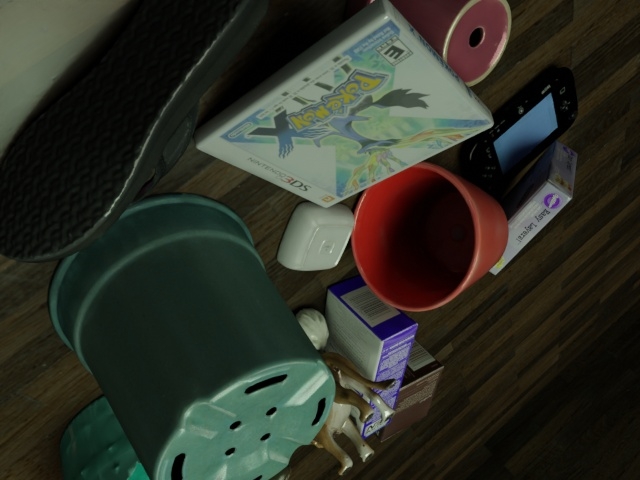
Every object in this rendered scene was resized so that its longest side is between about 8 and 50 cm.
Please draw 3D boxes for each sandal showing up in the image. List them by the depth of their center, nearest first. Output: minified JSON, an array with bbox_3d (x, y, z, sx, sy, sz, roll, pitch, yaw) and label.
[{"bbox_3d":[-0.211,-0.139,0.617,0.445,0.167,0.107,-48,157,3],"label":"sandal"}]

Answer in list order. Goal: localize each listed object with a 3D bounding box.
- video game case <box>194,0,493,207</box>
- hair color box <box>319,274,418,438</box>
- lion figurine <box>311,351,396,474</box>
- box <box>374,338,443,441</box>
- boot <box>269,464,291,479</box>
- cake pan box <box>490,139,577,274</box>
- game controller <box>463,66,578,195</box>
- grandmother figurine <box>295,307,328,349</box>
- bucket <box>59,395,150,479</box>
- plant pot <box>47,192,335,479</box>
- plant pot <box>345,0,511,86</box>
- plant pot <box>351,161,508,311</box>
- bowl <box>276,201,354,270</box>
[{"bbox_3d":[0.039,-0.162,0.755,0.329,0.036,0.300,-25,151,33],"label":"video game case"},{"bbox_3d":[0.092,0.269,1.177,0.110,0.185,0.338,-18,133,-32],"label":"hair color box"},{"bbox_3d":[0.021,0.338,1.107,0.142,0.240,0.392,-15,138,-39],"label":"lion figurine"},{"bbox_3d":[0.185,0.368,1.349,0.167,0.168,0.203,-17,131,-31],"label":"box"},{"bbox_3d":[-0.178,0.633,1.329,0.219,0.082,0.106,-31,140,-14],"label":"boot"},{"bbox_3d":[0.459,-0.080,1.163,0.245,0.070,0.267,-56,175,38],"label":"cake pan box"},{"bbox_3d":[0.447,-0.238,1.153,0.319,0.067,0.166,-41,139,-7],"label":"game controller"},{"bbox_3d":[-0.111,0.284,1.094,0.342,0.104,0.208,-49,168,-1],"label":"grandmother figurine"},{"bbox_3d":[-0.323,0.407,0.943,0.281,0.183,0.281,-22,134,-24],"label":"bucket"},{"bbox_3d":[-0.171,0.160,0.754,0.341,0.334,0.341,-23,136,-25],"label":"plant pot"},{"bbox_3d":[0.165,-0.316,0.764,0.201,0.180,0.201,-22,135,-24],"label":"plant pot"},{"bbox_3d":[0.235,-0.012,1.032,0.243,0.275,0.274,-5,126,-51],"label":"plant pot"},{"bbox_3d":[0.000,0.000,0.982,0.142,0.053,0.142,0,123,-42],"label":"bowl"}]
